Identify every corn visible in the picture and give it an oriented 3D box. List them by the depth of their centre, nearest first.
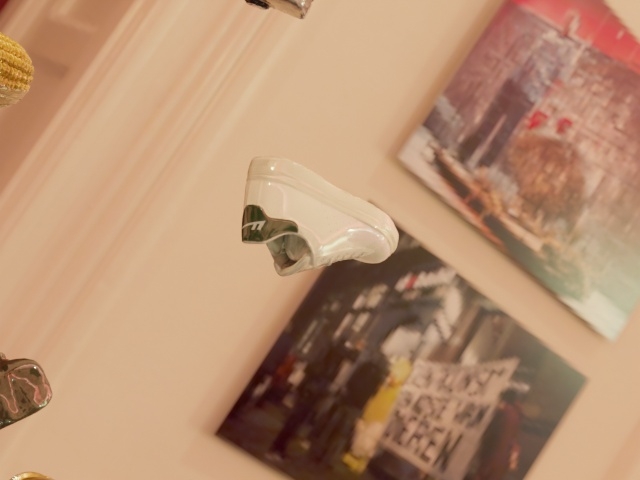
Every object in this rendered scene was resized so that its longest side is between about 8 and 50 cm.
[{"bbox_3d":[-0.558,-0.285,1.744,0.122,0.123,0.305,31,3,28],"label":"corn"}]

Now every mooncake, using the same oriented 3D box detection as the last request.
[{"bbox_3d":[-0.522,0.242,1.893,0.175,0.104,0.168,-11,11,21],"label":"mooncake"}]

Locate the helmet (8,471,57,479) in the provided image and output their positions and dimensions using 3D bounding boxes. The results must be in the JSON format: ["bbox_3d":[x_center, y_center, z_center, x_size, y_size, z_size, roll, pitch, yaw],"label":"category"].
[{"bbox_3d":[-0.480,0.544,2.117,0.140,0.205,0.257,-7,-67,29],"label":"helmet"}]

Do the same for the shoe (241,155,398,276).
[{"bbox_3d":[0.000,0.000,1.917,0.131,0.160,0.363,3,-19,40],"label":"shoe"}]

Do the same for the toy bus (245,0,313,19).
[{"bbox_3d":[-0.126,-0.375,1.507,0.268,0.092,0.106,21,1,-9],"label":"toy bus"}]
